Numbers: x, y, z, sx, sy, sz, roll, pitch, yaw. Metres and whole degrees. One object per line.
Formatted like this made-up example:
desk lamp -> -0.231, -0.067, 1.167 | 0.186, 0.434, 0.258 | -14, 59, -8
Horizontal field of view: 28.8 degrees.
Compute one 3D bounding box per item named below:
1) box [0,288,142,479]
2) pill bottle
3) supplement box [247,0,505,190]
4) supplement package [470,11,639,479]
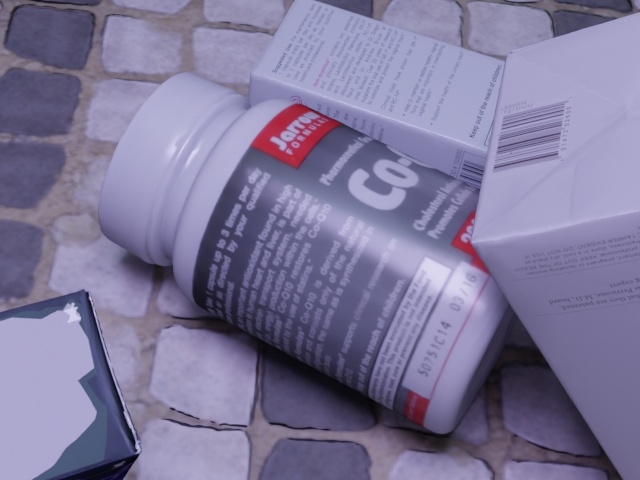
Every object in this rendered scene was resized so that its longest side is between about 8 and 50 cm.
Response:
box -> -0.247, 0.132, 0.691 | 0.261, 0.184, 0.103 | -16, 72, -21
pill bottle -> 0.000, 0.000, 0.868 | 0.283, 0.161, 0.161 | 27, 51, 13
supplement box -> 0.059, -0.091, 0.988 | 0.220, 0.111, 0.114 | 19, 49, 6
supplement package -> 0.241, 0.020, 0.781 | 0.175, 0.293, 0.178 | -13, 41, 30
